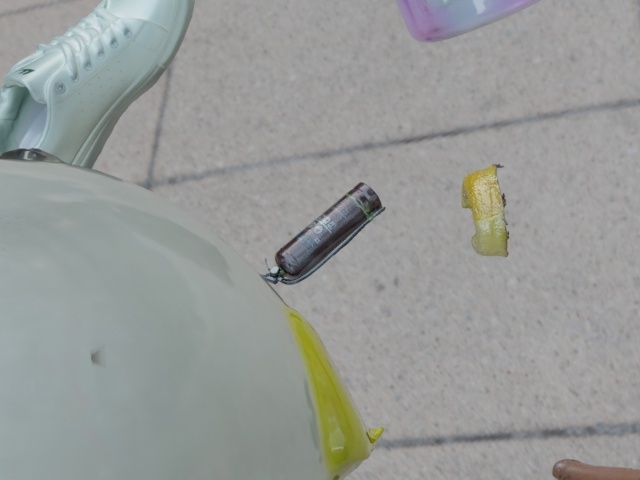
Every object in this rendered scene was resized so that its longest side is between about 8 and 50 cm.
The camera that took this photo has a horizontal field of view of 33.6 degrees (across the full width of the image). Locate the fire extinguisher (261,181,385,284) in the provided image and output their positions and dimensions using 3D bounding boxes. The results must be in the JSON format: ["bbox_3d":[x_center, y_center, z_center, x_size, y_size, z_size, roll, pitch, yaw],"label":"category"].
[{"bbox_3d":[0.000,0.000,1.177,0.158,0.043,0.064,-41,48,-12],"label":"fire extinguisher"}]

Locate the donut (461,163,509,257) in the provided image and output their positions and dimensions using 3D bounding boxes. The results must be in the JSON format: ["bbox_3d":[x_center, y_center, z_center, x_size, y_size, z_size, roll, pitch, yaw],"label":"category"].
[{"bbox_3d":[0.304,-0.058,1.951,0.078,0.146,0.181,-5,62,3],"label":"donut"}]

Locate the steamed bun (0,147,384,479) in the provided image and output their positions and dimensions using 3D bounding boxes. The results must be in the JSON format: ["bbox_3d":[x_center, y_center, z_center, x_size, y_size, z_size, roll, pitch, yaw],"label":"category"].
[{"bbox_3d":[-0.163,0.116,0.491,0.334,0.374,0.333,10,110,31],"label":"steamed bun"}]

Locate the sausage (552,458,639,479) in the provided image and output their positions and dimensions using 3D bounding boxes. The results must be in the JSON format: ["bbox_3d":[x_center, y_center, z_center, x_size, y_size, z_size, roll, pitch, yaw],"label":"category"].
[{"bbox_3d":[0.352,0.283,1.257,0.186,0.043,0.043,-12,50,54],"label":"sausage"}]

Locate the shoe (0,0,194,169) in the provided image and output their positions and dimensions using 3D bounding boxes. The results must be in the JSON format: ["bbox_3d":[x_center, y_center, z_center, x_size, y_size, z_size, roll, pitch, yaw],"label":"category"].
[{"bbox_3d":[-0.303,-0.209,1.301,0.132,0.160,0.363,33,91,29],"label":"shoe"}]

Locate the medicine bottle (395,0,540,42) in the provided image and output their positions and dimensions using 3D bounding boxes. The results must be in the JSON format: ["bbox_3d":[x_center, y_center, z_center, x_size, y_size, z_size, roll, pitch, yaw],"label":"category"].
[{"bbox_3d":[0.103,-0.313,0.919,0.152,0.254,0.152,-21,15,6],"label":"medicine bottle"}]
